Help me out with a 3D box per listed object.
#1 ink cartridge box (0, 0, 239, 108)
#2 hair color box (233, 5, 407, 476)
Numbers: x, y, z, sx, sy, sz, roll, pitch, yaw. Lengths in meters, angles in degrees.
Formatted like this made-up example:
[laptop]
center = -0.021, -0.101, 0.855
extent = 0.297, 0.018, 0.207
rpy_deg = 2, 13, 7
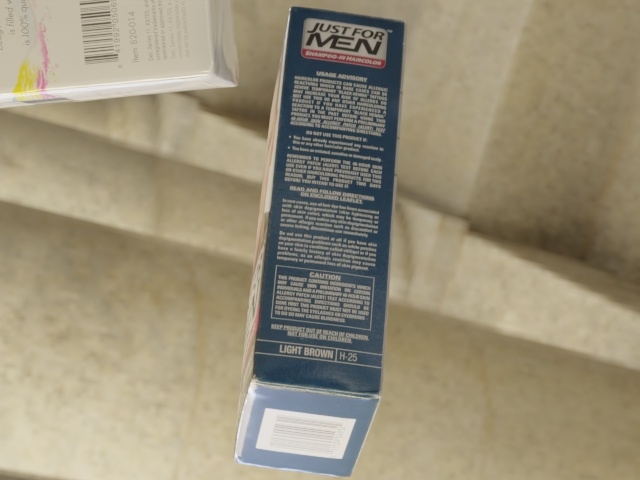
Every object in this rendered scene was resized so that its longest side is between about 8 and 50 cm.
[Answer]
[ink cartridge box]
center = -0.255, -0.211, 1.504
extent = 0.119, 0.353, 0.207
rpy_deg = -9, 95, -83
[hair color box]
center = 0.000, 0.000, 1.541
extent = 0.174, 0.105, 0.347
rpy_deg = 105, -9, -61
